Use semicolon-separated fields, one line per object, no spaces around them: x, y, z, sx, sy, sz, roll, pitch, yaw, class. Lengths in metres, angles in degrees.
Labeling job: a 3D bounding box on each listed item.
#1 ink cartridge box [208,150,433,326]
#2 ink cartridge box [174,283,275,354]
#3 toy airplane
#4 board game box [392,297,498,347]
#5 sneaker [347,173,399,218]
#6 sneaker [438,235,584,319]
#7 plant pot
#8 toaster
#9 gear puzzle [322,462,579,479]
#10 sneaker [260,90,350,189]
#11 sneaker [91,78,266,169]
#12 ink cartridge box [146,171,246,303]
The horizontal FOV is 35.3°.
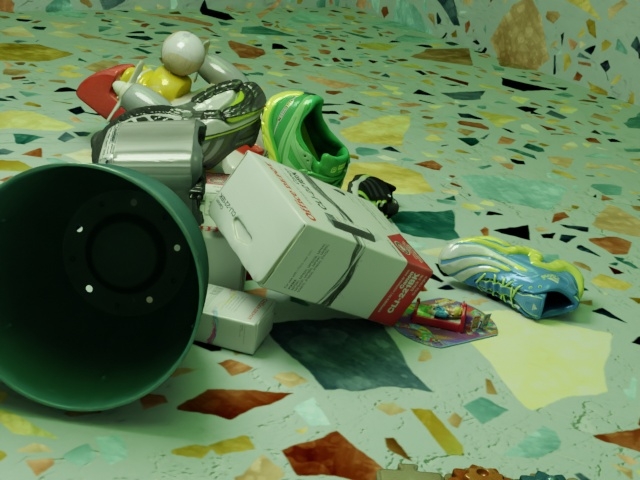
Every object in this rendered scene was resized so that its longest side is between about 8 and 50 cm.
0.000;0.000;1.459;0.272;0.114;0.197;19;23;-42;ink cartridge box
-0.134;0.108;1.412;0.122;0.052;0.088;12;23;13;ink cartridge box
-0.258;-0.272;1.986;0.384;0.272;0.386;-3;25;-25;toy airplane
0.187;0.109;1.530;0.168;0.033;0.133;-8;27;-32;board game box
0.099;-0.073;1.869;0.097;0.084;0.235;11;23;6;sneaker
0.309;0.061;1.609;0.240;0.091;0.126;9;23;2;sneaker
-0.272;0.038;1.264;0.293;0.293;0.235;8;9;2;plant pot
-0.240;-0.096;1.462;0.146;0.129;0.227;0;27;-5;toaster
0.138;0.285;1.086;0.338;0.044;0.175;5;23;-5;gear puzzle
-0.011;-0.100;1.649;0.123;0.296;0.109;-5;18;36;sneaker
-0.227;-0.160;1.659;0.299;0.121;0.111;-18;49;-11;sneaker
-0.219;-0.012;1.582;0.207;0.117;0.283;4;23;-7;ink cartridge box
